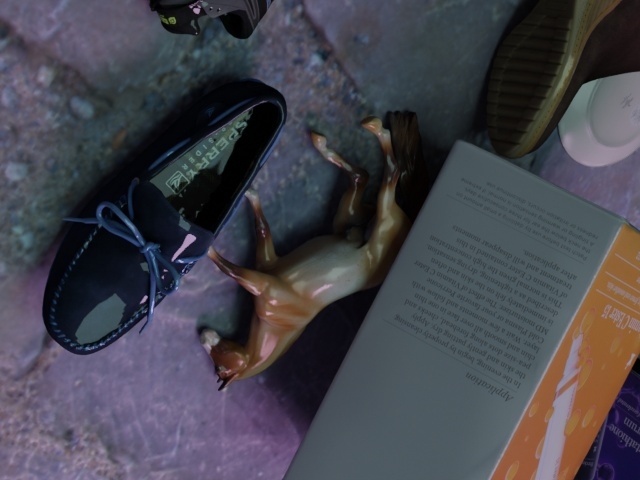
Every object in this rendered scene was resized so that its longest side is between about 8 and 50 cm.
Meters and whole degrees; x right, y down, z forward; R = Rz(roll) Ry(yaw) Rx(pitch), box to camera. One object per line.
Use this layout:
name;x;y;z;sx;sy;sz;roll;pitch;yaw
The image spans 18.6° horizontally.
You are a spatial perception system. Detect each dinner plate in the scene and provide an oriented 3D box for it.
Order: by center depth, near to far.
dinner plate;0.278;-0.131;1.803;0.141;0.017;0.141;-19;126;-29

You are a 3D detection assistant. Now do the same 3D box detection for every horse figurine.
horse figurine;0.000;0.000;1.630;0.263;0.066;0.174;-33;123;-15

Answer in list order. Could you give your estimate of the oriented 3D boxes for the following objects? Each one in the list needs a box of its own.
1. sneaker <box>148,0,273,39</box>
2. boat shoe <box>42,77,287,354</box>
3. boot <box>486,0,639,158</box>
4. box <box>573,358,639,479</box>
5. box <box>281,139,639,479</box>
sneaker;-0.106;-0.193;1.438;0.188;0.067;0.078;16;98;-45
boat shoe;-0.124;-0.026;1.491;0.109;0.089;0.258;35;84;-17
boot;0.267;-0.167;1.719;0.207;0.090;0.248;17;99;-38
box;0.324;0.241;1.953;0.108;0.153;0.207;14;105;-41
box;0.140;0.118;1.673;0.345;0.168;0.215;-63;154;3
